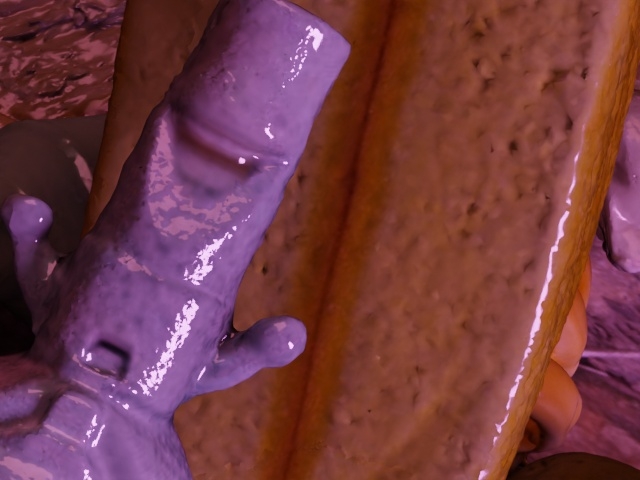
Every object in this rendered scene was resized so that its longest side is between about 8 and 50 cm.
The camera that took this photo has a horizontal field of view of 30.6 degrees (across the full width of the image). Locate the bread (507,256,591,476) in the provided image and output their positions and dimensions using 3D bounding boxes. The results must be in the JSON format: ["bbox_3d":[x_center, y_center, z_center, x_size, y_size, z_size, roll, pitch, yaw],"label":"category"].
[{"bbox_3d":[0.089,0.012,0.739,0.172,0.121,0.311,14,39,-3],"label":"bread"}]

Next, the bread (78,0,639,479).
[{"bbox_3d":[0.000,0.000,0.522,0.233,0.245,0.362,13,63,14],"label":"bread"}]

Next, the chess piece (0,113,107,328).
[{"bbox_3d":[-0.212,0.009,0.588,0.194,0.195,0.299,39,32,28],"label":"chess piece"}]

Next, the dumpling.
[{"bbox_3d":[0.254,-0.057,0.911,0.136,0.118,0.199,6,58,-11],"label":"dumpling"}]

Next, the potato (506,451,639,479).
[{"bbox_3d":[0.182,0.190,0.549,0.271,0.111,0.160,38,39,26],"label":"potato"}]

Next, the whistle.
[{"bbox_3d":[-0.091,0.063,0.465,0.142,0.346,0.134,26,-3,20],"label":"whistle"}]

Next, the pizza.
[{"bbox_3d":[-0.164,-0.131,0.848,0.262,0.034,0.181,-21,66,-24],"label":"pizza"}]
